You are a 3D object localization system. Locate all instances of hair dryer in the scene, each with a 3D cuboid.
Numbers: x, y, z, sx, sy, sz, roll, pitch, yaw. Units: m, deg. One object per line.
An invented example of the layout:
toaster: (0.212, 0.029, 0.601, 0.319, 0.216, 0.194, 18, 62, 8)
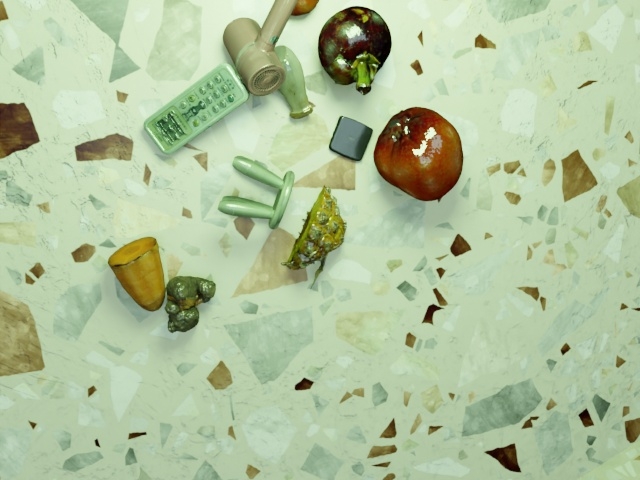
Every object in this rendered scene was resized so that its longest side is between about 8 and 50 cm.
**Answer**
hair dryer: (-0.143, -0.608, 1.411, 0.125, 0.352, 0.210, -10, 64, -40)

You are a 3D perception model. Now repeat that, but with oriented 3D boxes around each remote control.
remote control: (-0.376, -0.396, 1.521, 0.335, 0.065, 0.128, -30, 108, 14)

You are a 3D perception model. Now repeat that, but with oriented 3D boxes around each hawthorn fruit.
hawthorn fruit: (0.321, -0.268, 1.605, 0.295, 0.295, 0.311, -37, 102, -2)
hawthorn fruit: (-0.062, -0.745, 1.519, 0.128, 0.128, 0.128, -2, 102, -10)

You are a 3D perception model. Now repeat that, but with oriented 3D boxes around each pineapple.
pineapple: (0.005, 0.002, 1.665, 0.158, 0.161, 0.334, 31, 92, -17)

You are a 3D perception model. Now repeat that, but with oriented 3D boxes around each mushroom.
mushroom: (-0.093, -0.499, 1.583, 0.116, 0.093, 0.225, -27, 116, 19)

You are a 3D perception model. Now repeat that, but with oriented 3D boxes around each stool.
stool: (-0.200, -0.155, 1.574, 0.198, 0.195, 0.195, 19, 98, -13)

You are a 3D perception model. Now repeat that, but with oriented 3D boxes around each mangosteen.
mangosteen: (0.116, -0.558, 1.516, 0.231, 0.231, 0.289, -16, 68, -7)

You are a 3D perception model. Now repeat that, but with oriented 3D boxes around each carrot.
carrot: (-0.555, 0.123, 1.594, 0.159, 0.159, 0.225, -20, 112, -6)

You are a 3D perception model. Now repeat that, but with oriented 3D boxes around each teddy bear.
teddy bear: (-0.443, 0.208, 1.640, 0.140, 0.177, 0.190, 13, 101, 33)

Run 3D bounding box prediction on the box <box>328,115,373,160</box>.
box: (0.100, -0.340, 1.681, 0.126, 0.027, 0.125, 20, 100, -15)
